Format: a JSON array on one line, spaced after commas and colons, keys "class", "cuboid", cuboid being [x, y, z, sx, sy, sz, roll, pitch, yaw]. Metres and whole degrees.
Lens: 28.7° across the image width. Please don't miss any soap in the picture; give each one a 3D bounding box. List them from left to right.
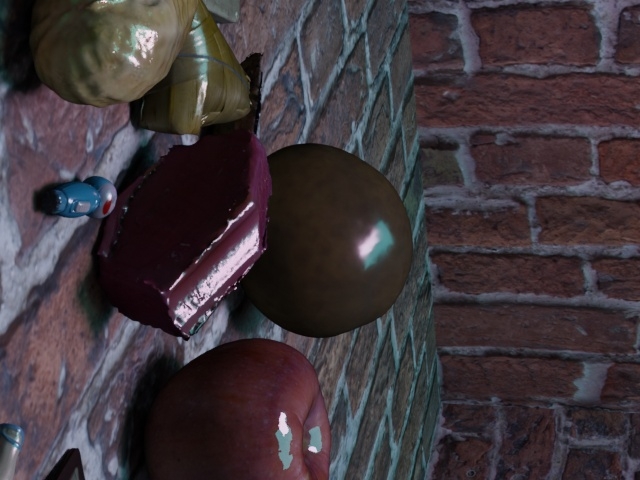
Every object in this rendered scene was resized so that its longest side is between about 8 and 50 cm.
[{"class": "soap", "cuboid": [-0.159, -0.022, 1.588, 0.289, 0.182, 0.112, -48, 144, -30]}]

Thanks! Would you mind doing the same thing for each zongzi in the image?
[{"class": "zongzi", "cuboid": [-0.170, -0.276, 1.693, 0.228, 0.115, 0.256, -30, 117, -70]}]

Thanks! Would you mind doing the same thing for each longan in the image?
[{"class": "longan", "cuboid": [0.000, 0.000, 2.043, 0.319, 0.319, 0.319, 1, 90, -76]}]

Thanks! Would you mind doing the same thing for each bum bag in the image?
[{"class": "bum bag", "cuboid": [-0.299, 0.316, 1.414, 0.159, 0.026, 0.109, -68, 156, -67]}]

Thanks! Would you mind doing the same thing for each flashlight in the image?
[{"class": "flashlight", "cuboid": [-0.278, -0.047, 1.425, 0.129, 0.051, 0.051, -14, 105, -69]}]

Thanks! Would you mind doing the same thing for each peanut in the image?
[{"class": "peanut", "cuboid": [-0.225, -0.266, 1.404, 0.174, 0.158, 0.340, 53, 24, -18]}]

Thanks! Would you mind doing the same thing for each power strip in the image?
[{"class": "power strip", "cuboid": [-0.179, -0.371, 1.763, 0.288, 0.053, 0.093, -2, 94, -75]}]

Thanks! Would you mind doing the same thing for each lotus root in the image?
[{"class": "lotus root", "cuboid": [-0.139, -0.145, 1.914, 0.167, 0.078, 0.329, 115, -17, -64]}]

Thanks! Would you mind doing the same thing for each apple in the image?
[{"class": "apple", "cuboid": [-0.113, 0.280, 1.714, 0.306, 0.235, 0.306, -2, 90, -76]}]

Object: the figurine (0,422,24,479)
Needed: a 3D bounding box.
[{"class": "figurine", "cuboid": [-0.309, 0.281, 1.105, 0.103, 0.205, 0.260, 111, -8, -46]}]
